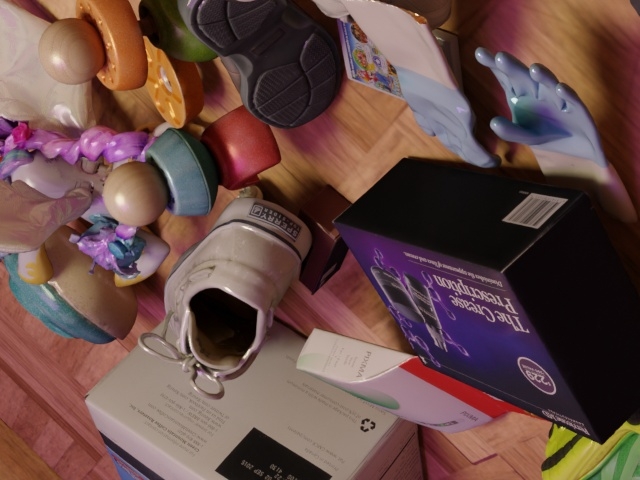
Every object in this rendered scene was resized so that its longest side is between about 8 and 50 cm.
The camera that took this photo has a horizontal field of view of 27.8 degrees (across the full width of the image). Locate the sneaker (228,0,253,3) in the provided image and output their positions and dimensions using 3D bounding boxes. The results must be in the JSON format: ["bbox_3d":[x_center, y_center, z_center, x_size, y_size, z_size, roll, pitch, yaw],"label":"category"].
[{"bbox_3d":[-0.024,-0.244,0.807,0.145,0.090,0.270,30,144,31],"label":"sneaker"}]

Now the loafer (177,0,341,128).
[{"bbox_3d":[-0.055,-0.182,1.089,0.084,0.096,0.267,59,-175,24],"label":"loafer"}]

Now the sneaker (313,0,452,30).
[{"bbox_3d":[-0.010,-0.226,0.998,0.262,0.099,0.121,30,154,28],"label":"sneaker"}]

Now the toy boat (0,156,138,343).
[{"bbox_3d":[-0.389,0.030,1.766,0.318,0.148,0.267,44,176,18],"label":"toy boat"}]

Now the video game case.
[{"bbox_3d":[0.066,-0.152,1.082,0.122,0.011,0.087,26,148,32],"label":"video game case"}]

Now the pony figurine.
[{"bbox_3d":[-0.298,-0.074,1.463,0.351,0.303,0.363,16,153,-15],"label":"pony figurine"}]

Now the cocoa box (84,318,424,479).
[{"bbox_3d":[-0.074,0.261,1.604,0.347,0.231,0.228,27,149,29],"label":"cocoa box"}]

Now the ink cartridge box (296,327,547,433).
[{"bbox_3d":[0.113,0.160,1.330,0.224,0.056,0.181,14,167,46],"label":"ink cartridge box"}]

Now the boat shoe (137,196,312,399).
[{"bbox_3d":[-0.112,0.094,1.391,0.136,0.156,0.367,29,154,-8],"label":"boat shoe"}]

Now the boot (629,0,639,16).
[{"bbox_3d":[0.351,-0.121,0.542,0.367,0.146,0.445,62,151,13],"label":"boot"}]

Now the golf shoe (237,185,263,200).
[{"bbox_3d":[-0.062,-0.003,1.427,0.086,0.069,0.176,21,154,7],"label":"golf shoe"}]

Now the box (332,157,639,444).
[{"bbox_3d":[0.148,0.042,1.092,0.184,0.103,0.261,54,163,-24],"label":"box"}]

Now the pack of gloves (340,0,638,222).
[{"bbox_3d":[0.122,-0.083,0.980,0.195,0.046,0.232,23,166,33],"label":"pack of gloves"}]

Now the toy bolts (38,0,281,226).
[{"bbox_3d":[-0.167,-0.116,1.227,0.228,0.158,0.218,61,158,8],"label":"toy bolts"}]

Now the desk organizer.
[{"bbox_3d":[0.000,0.000,1.345,0.050,0.047,0.130,42,153,11],"label":"desk organizer"}]

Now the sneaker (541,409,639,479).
[{"bbox_3d":[0.304,0.156,1.117,0.123,0.109,0.295,20,151,-12],"label":"sneaker"}]
